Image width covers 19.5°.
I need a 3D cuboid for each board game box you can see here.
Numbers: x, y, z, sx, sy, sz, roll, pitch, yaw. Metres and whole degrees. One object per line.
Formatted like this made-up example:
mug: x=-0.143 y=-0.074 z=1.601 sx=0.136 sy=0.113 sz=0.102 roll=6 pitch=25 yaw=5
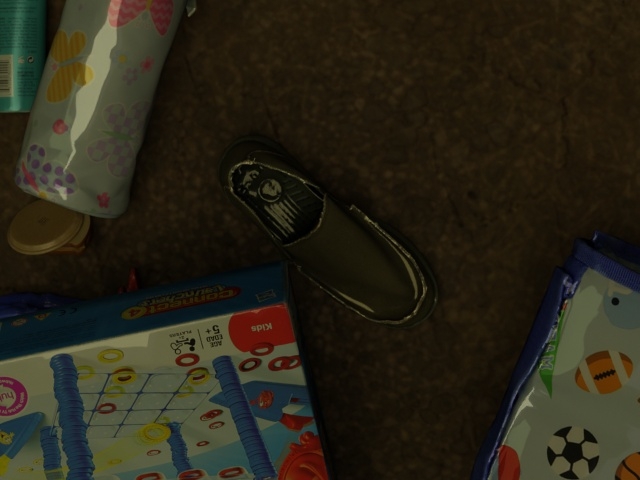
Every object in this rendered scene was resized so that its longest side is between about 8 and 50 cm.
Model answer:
board game box: x=-0.146 y=0.195 z=1.655 sx=0.308 sy=0.086 sz=0.302 roll=-12 pitch=115 yaw=3

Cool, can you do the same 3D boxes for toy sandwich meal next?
toy sandwich meal: x=-0.262 y=-0.009 z=1.807 sx=0.085 sy=0.085 sz=0.029 roll=-10 pitch=133 yaw=9

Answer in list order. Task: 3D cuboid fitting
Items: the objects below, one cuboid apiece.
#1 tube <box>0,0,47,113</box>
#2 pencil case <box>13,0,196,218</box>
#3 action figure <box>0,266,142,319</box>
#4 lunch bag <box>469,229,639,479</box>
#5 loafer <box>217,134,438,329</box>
tube: x=-0.293 y=-0.225 z=1.784 sx=0.080 sy=0.052 sz=0.207 roll=0 pitch=94 yaw=3
pencil case: x=-0.198 y=-0.158 z=1.747 sx=0.113 sy=0.124 sz=0.273 roll=27 pitch=102 yaw=34
action figure: x=-0.324 y=0.038 z=1.808 sx=0.280 sy=0.091 sz=0.139 roll=-10 pitch=104 yaw=8
lunch bag: x=0.343 y=0.201 z=1.667 sx=0.385 sy=0.239 sz=0.328 roll=20 pitch=102 yaw=-4
loafer: x=0.000 y=0.000 z=1.756 sx=0.251 sy=0.087 sz=0.094 roll=36 pitch=102 yaw=1
